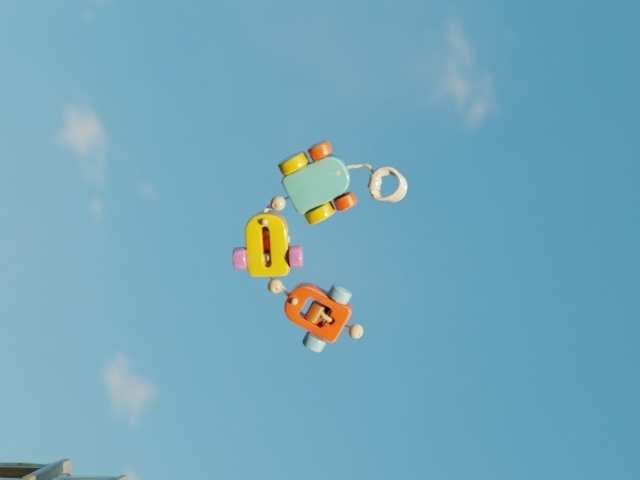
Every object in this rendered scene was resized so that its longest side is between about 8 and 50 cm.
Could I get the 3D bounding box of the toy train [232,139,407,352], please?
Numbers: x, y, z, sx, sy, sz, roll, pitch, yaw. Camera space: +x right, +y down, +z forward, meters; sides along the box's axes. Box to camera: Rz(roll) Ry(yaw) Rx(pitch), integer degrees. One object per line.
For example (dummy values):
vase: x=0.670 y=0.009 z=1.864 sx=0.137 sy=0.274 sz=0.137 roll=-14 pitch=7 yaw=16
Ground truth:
toy train: x=0.000 y=0.000 z=1.302 sx=0.125 sy=0.046 sz=0.166 roll=24 pitch=-77 yaw=-2

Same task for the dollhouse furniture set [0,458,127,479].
dollhouse furniture set: x=-0.239 y=0.267 z=1.320 sx=0.182 sy=0.101 sz=0.161 roll=0 pitch=-88 yaw=12
